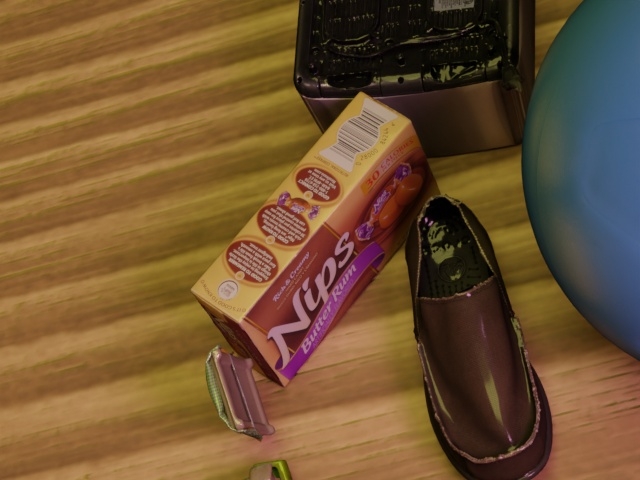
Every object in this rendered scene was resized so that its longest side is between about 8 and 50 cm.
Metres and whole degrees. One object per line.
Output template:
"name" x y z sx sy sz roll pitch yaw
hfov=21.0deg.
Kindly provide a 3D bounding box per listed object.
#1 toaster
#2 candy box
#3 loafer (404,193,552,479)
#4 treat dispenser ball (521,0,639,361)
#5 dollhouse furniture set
"toaster" 0.074 -0.151 1.269 0.168 0.110 0.186 -5 60 15
"candy box" 0.000 0.000 1.209 0.053 0.109 0.187 31 74 29
"loafer" 0.094 0.063 1.162 0.080 0.078 0.220 -20 58 6
"treat dispenser ball" 0.267 -0.050 1.047 0.288 0.288 0.288 -8 60 13
"dollhouse furniture set" -0.061 0.150 1.154 0.058 0.076 0.152 -22 76 12
